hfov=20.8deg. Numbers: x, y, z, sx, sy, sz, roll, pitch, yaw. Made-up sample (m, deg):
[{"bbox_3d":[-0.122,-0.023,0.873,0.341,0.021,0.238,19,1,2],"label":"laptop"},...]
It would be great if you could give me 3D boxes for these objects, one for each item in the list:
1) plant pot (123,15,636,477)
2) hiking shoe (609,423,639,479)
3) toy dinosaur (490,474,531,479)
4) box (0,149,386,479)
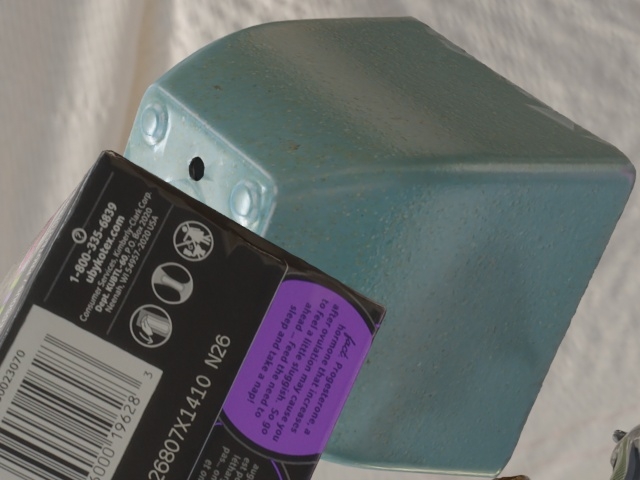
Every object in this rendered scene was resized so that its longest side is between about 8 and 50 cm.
[{"bbox_3d":[0.000,0.000,1.137,0.252,0.247,0.247,0,-61,-43],"label":"plant pot"},{"bbox_3d":[0.211,0.215,1.079,0.086,0.226,0.114,17,-25,-15],"label":"hiking shoe"},{"bbox_3d":[0.048,0.220,1.101,0.064,0.112,0.211,37,-95,-16],"label":"toy dinosaur"},{"bbox_3d":[-0.104,0.089,0.820,0.143,0.165,0.270,30,-21,-10],"label":"box"}]
